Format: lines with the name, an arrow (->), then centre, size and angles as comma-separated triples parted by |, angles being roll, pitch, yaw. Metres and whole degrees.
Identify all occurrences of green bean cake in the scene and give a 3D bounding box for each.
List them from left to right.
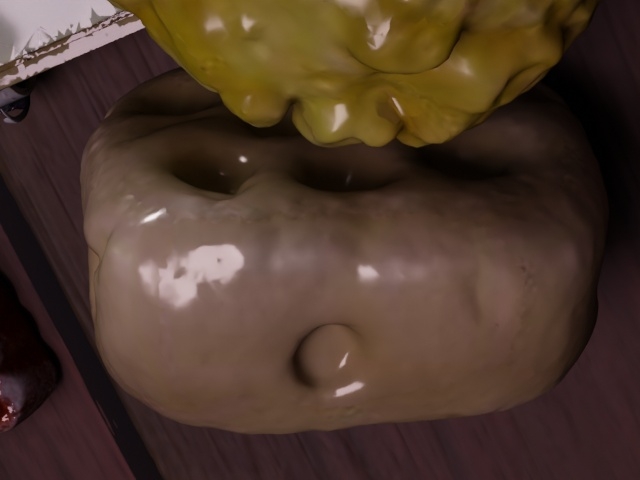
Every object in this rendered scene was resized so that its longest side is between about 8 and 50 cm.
green bean cake -> -0.225, 0.054, 1.034 | 0.135, 0.056, 0.135 | -23, 103, 39

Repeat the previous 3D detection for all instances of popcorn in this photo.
popcorn -> -0.001, -0.161, 0.690 | 0.233, 0.192, 0.266 | -35, 70, 41

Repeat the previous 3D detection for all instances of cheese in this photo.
cheese -> 0.000, 0.000, 0.774 | 0.235, 0.218, 0.117 | 23, 124, 45

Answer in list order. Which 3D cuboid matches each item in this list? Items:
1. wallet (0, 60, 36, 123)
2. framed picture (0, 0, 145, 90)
wallet -> -0.256, -0.109, 0.954 | 0.231, 0.069, 0.170 | -18, 96, 26
framed picture -> -0.126, -0.149, 0.853 | 0.201, 0.010, 0.136 | -20, 97, 23
